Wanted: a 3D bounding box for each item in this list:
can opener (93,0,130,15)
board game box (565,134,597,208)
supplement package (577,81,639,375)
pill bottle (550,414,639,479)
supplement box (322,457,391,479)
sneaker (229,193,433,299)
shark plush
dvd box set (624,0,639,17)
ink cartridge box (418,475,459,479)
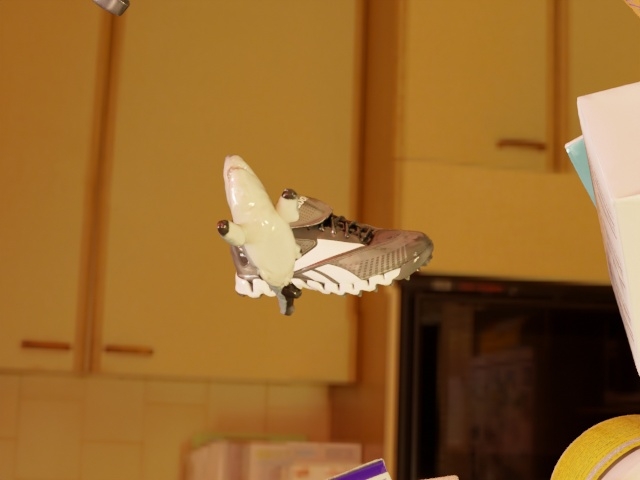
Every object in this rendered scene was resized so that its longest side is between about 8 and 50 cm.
[{"bbox_3d":[-0.323,-0.379,1.681,0.186,0.073,0.059,41,14,2],"label":"can opener"},{"bbox_3d":[0.432,-0.145,1.208,0.336,0.079,0.254,-31,-9,29],"label":"board game box"},{"bbox_3d":[0.333,-0.024,1.047,0.194,0.149,0.203,-13,-51,8],"label":"supplement package"},{"bbox_3d":[0.316,0.263,1.191,0.188,0.187,0.334,2,-2,3],"label":"pill bottle"},{"bbox_3d":[0.022,0.301,0.983,0.111,0.220,0.114,-33,-15,37],"label":"supplement box"},{"bbox_3d":[0.000,0.000,1.301,0.234,0.106,0.078,-5,26,29],"label":"sneaker"},{"bbox_3d":[-0.042,-0.001,1.115,0.161,0.073,0.067,57,-5,-38],"label":"shark plush"},{"bbox_3d":[0.537,-0.367,1.590,0.420,0.307,0.062,37,3,-30],"label":"dvd box set"},{"bbox_3d":[-0.034,0.412,1.323,0.385,0.160,0.279,-6,-47,-6],"label":"ink cartridge box"}]
